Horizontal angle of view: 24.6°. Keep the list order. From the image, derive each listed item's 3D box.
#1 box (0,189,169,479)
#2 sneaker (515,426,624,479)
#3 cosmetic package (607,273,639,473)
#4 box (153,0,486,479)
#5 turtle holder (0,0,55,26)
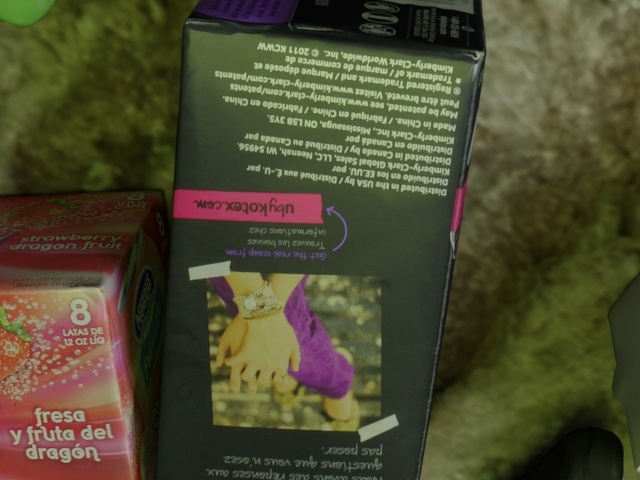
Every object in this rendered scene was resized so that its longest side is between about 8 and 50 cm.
[{"bbox_3d":[-0.239,0.065,0.847,0.299,0.154,0.142,-2,112,8],"label":"box"},{"bbox_3d":[0.060,0.209,0.901,0.162,0.106,0.281,25,113,-1],"label":"sneaker"},{"bbox_3d":[0.346,0.119,0.784,0.365,0.197,0.155,33,112,-9],"label":"cosmetic package"},{"bbox_3d":[0.000,0.000,0.786,0.143,0.165,0.270,8,113,3],"label":"box"},{"bbox_3d":[-0.214,-0.266,0.650,0.227,0.243,0.320,-18,152,35],"label":"turtle holder"}]
